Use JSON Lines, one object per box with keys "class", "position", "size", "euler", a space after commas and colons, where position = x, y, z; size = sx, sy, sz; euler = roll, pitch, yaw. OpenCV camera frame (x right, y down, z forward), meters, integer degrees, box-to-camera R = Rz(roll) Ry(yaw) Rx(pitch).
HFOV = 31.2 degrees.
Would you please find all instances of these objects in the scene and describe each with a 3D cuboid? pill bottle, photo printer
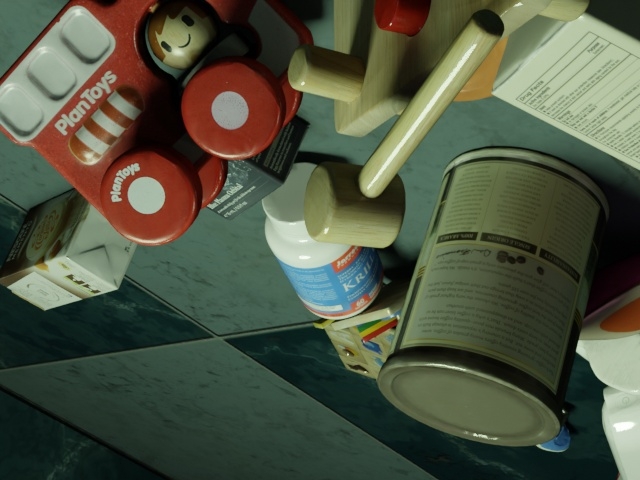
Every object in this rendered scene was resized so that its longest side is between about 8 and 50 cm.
{"class": "pill bottle", "position": [0.000, 0.000, 1.473], "size": [0.124, 0.124, 0.221], "euler": [8, 152, 23]}
{"class": "photo printer", "position": [0.523, 0.260, 1.558], "size": [0.256, 0.107, 0.307], "euler": [-13, 143, 14]}

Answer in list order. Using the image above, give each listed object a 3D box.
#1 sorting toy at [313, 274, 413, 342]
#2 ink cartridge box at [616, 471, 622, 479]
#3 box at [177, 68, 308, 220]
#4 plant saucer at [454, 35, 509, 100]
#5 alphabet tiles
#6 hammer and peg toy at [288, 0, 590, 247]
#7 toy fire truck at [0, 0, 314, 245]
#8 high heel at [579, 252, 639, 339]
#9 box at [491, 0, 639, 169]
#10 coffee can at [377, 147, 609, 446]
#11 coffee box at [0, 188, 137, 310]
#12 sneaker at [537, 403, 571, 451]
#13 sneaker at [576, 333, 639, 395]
{"class": "sorting toy", "position": [0.099, 0.094, 1.571], "size": [0.274, 0.132, 0.046], "euler": [-21, 99, 53]}
{"class": "ink cartridge box", "position": [0.526, 0.388, 1.861], "size": [0.063, 0.109, 0.150], "euler": [19, 154, 9]}
{"class": "box", "position": [-0.127, -0.116, 1.378], "size": [0.158, 0.093, 0.156], "euler": [30, 152, -18]}
{"class": "plant saucer", "position": [0.116, -0.198, 1.117], "size": [0.200, 0.037, 0.200], "euler": [15, 153, 8]}
{"class": "alphabet tiles", "position": [0.170, 0.218, 1.838], "size": [0.342, 0.011, 0.285], "euler": [16, 155, 27]}
{"class": "hammer and peg toy", "position": [0.083, -0.183, 0.823], "size": [0.127, 0.361, 0.266], "euler": [9, 159, -26]}
{"class": "toy fire truck", "position": [-0.171, -0.160, 1.177], "size": [0.254, 0.169, 0.302], "euler": [44, 107, -6]}
{"class": "high heel", "position": [0.302, 0.054, 1.437], "size": [0.127, 0.181, 0.377], "euler": [18, 138, -41]}
{"class": "box", "position": [0.290, -0.154, 0.979], "size": [0.232, 0.127, 0.148], "euler": [26, 153, -11]}
{"class": "coffee can", "position": [0.198, 0.064, 1.287], "size": [0.201, 0.275, 0.201], "euler": [16, 154, 8]}
{"class": "coffee box", "position": [-0.378, 0.010, 1.736], "size": [0.098, 0.141, 0.246], "euler": [35, 149, -28]}
{"class": "sneaker", "position": [0.376, 0.299, 1.854], "size": [0.152, 0.058, 0.084], "euler": [42, 155, -26]}
{"class": "sneaker", "position": [0.378, 0.140, 1.484], "size": [0.094, 0.080, 0.212], "euler": [31, -174, -36]}
